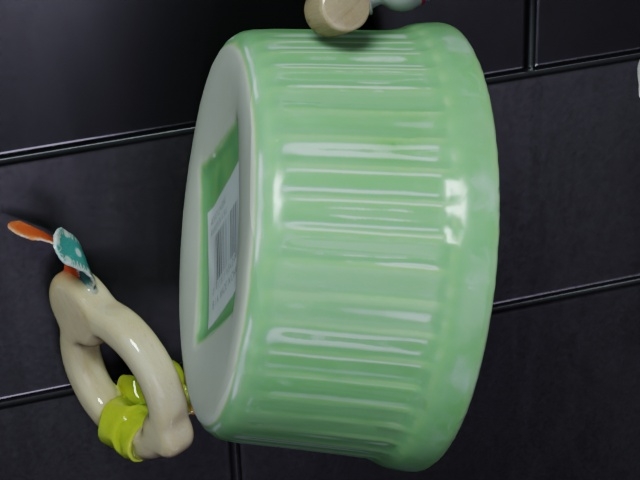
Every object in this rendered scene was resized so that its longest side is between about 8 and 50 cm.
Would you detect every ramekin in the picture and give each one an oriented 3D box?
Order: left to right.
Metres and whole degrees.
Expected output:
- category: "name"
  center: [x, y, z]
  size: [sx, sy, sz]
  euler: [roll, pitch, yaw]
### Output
- category: "ramekin"
  center: [0.000, 0.000, 1.228]
  size: [0.148, 0.303, 0.303]
  euler: [4, 116, -14]

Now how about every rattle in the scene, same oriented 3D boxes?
- category: "rattle"
  center: [-0.126, 0.050, 1.343]
  size: [0.143, 0.130, 0.200]
  euler: [-26, 97, -18]

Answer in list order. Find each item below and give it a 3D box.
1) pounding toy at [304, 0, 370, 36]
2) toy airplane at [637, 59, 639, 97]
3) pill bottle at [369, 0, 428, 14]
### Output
- category: "pounding toy"
  center: [0.002, -0.226, 1.173]
  size: [0.181, 0.094, 0.206]
  euler: [9, 82, -24]
- category: "toy airplane"
  center: [0.259, -0.257, 1.192]
  size: [0.384, 0.272, 0.386]
  euler: [-33, 115, -39]
- category: "pill bottle"
  center: [0.072, -0.211, 1.256]
  size: [0.160, 0.087, 0.087]
  euler: [-28, 123, -3]
